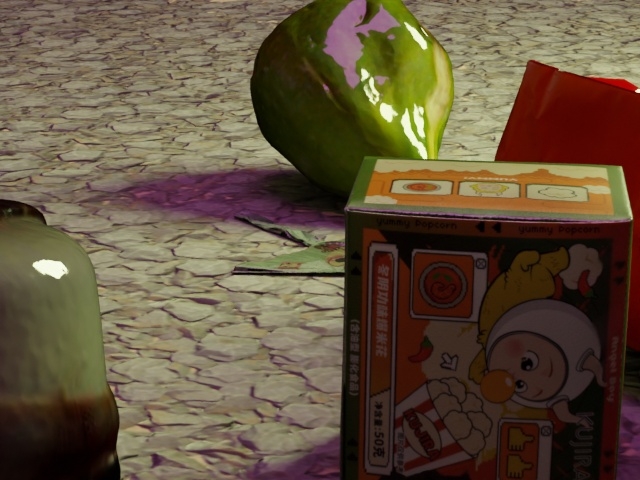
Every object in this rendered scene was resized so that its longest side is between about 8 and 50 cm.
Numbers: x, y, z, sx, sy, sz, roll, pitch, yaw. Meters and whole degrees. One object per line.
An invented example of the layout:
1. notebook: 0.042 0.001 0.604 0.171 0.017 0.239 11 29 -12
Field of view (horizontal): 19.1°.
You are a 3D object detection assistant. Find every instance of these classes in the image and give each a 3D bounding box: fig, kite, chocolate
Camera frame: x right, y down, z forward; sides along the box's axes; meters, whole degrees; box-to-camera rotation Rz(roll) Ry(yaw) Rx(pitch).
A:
1. fig: 0.045 -0.112 1.860 0.206 0.206 0.275 -5 46 -17
2. kite: 0.000 0.002 1.734 0.229 0.012 0.250 -13 20 -41
3. chocolate: -0.262 0.065 1.204 0.283 0.186 0.283 0 17 0

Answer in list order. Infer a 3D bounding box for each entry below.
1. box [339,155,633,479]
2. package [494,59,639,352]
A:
1. box: 0.105 0.058 1.223 0.177 0.195 0.148 3 17 4
2. package: 0.249 -0.016 1.464 0.123 0.196 0.423 15 9 -30
